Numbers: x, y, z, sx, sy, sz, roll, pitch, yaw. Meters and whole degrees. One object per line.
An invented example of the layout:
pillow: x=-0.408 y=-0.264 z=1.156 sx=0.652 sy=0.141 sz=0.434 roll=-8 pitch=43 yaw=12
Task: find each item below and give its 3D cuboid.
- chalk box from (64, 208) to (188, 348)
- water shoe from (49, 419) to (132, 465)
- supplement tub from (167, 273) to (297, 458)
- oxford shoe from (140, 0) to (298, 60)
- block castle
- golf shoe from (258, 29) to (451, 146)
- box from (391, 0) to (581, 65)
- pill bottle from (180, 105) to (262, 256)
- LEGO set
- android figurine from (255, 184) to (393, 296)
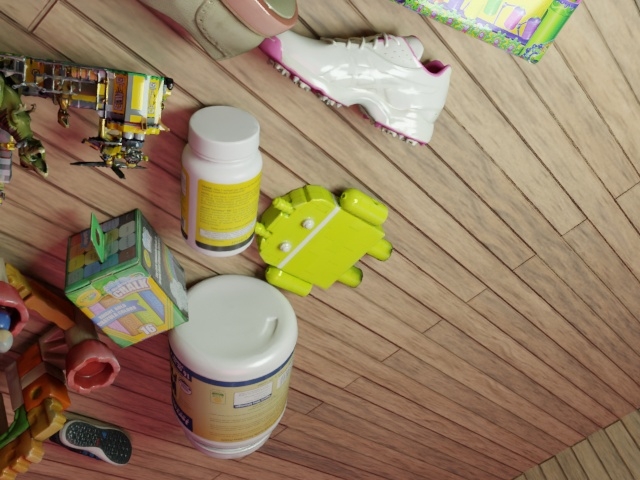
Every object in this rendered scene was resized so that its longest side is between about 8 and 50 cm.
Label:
chalk box: x=-0.323 y=0.050 z=0.987 sx=0.132 sy=0.132 sz=0.213 roll=-23 pitch=134 yaw=4
water shoe: x=-0.510 y=0.448 z=1.365 sx=0.080 sy=0.073 sz=0.203 roll=-9 pitch=142 yaw=30
supplement tub: x=-0.168 y=0.246 z=1.152 sx=0.228 sy=0.228 sz=0.316 roll=-3 pitch=133 yaw=-14
oxford shoe: x=-0.203 y=-0.344 z=0.653 sx=0.146 sy=0.141 sz=0.397 roll=-23 pitch=129 yaw=34
block castle: x=-0.582 y=0.257 z=0.962 sx=0.453 sy=0.213 sz=0.303 roll=-38 pitch=140 yaw=-2
golf shoe: x=0.057 y=-0.246 z=0.858 sx=0.306 sy=0.115 sz=0.140 roll=18 pitch=109 yaw=-33
box: x=0.188 y=-0.401 z=0.687 sx=0.289 sy=0.177 sz=0.279 roll=13 pitch=127 yaw=-26
pill bottle: x=-0.150 y=-0.087 z=0.920 sx=0.119 sy=0.119 sz=0.209 roll=-2 pitch=133 yaw=-16
LEGO set: x=-0.346 y=-0.121 z=0.729 sx=0.331 sy=0.255 sz=0.192 roll=0 pitch=106 yaw=-32
android figurine: x=0.000 y=0.000 z=1.096 sx=0.272 sy=0.056 sz=0.248 roll=28 pitch=119 yaw=-38
